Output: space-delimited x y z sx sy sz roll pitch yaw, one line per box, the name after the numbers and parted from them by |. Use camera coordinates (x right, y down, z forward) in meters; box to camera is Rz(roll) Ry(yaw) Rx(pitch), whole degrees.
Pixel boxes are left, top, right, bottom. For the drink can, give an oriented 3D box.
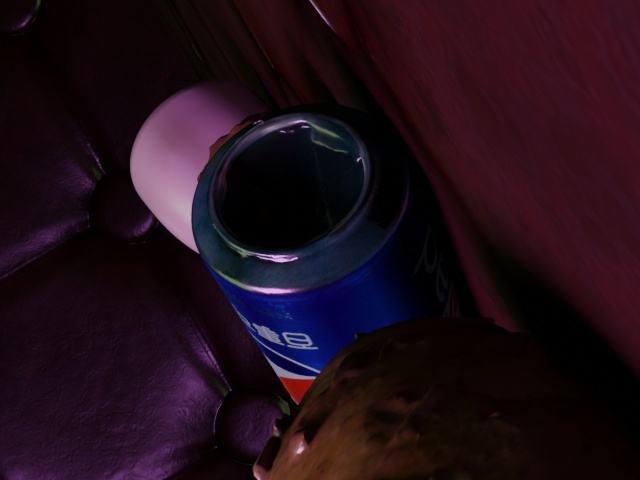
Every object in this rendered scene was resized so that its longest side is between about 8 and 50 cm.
0.013 0.024 0.826 0.118 0.118 0.205 57 178 37 | drink can

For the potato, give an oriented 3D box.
0.052 0.126 0.580 0.141 0.176 0.298 33 -171 -16 | potato

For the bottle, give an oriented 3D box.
-0.057 -0.027 1.377 0.236 0.147 0.147 48 171 36 | bottle

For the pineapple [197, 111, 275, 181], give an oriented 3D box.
0.000 0.000 1.016 0.237 0.111 0.119 43 -134 -67 | pineapple
